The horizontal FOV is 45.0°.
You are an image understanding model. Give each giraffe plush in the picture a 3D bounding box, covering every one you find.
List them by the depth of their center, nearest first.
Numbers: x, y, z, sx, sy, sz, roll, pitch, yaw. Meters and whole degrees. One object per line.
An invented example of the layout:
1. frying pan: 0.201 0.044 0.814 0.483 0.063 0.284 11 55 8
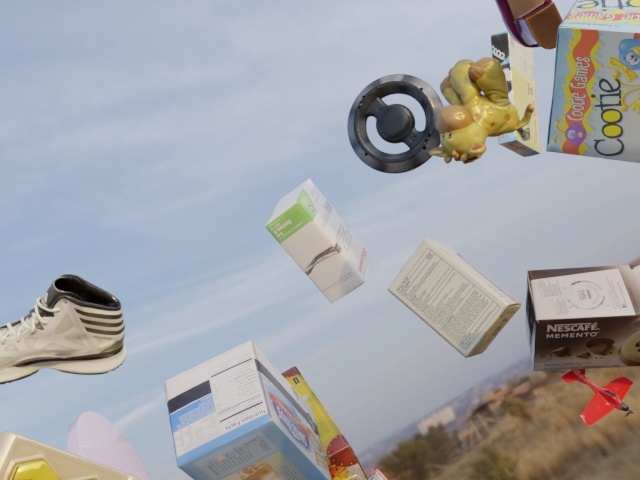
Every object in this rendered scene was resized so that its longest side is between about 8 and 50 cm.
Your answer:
1. giraffe plush: 0.292 -0.231 1.519 0.170 0.210 0.181 -41 -4 -23

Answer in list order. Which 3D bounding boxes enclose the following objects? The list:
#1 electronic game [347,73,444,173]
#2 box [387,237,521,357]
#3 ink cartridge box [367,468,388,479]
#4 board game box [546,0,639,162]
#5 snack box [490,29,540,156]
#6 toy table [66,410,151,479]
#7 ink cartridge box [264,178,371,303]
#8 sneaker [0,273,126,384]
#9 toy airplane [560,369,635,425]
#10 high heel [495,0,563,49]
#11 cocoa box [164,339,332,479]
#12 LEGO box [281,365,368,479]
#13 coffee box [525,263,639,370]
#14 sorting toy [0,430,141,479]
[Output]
1. electronic game: 0.171 -0.266 1.762 0.229 0.229 0.048 -35 -14 15
2. box: 0.290 0.122 1.675 0.148 0.232 0.127 -55 -25 15
3. ink cartridge box: 0.127 0.509 1.598 0.029 0.063 0.115 -44 -3 14
4. board game box: 0.359 -0.210 0.872 0.275 0.142 0.144 -50 -36 -48
5. snack box: 0.556 -0.413 2.199 0.060 0.321 0.187 -9 -12 36
6. toy table: -0.392 0.426 1.277 0.161 0.252 0.274 -43 26 1
7. ink cartridge box: 0.000 0.000 2.007 0.115 0.273 0.198 -35 13 20
8. sneaker: -0.687 0.189 1.824 0.448 0.169 0.257 -2 -57 -19
9. toy airplane: 0.518 0.277 1.446 0.151 0.151 0.028 -23 -46 -24
10. high heel: 0.328 -0.519 1.399 0.127 0.377 0.181 -22 20 7
11. cocoa box: -0.157 0.439 1.739 0.232 0.228 0.347 -27 -46 5
12. LEGO box: -0.122 0.605 2.127 0.373 0.193 0.500 -30 22 -8
13. coffee box: 0.527 0.138 1.392 0.297 0.118 0.168 -4 -42 9
14. sorting toy: -0.357 0.371 1.006 0.208 0.192 0.038 26 -29 -17
